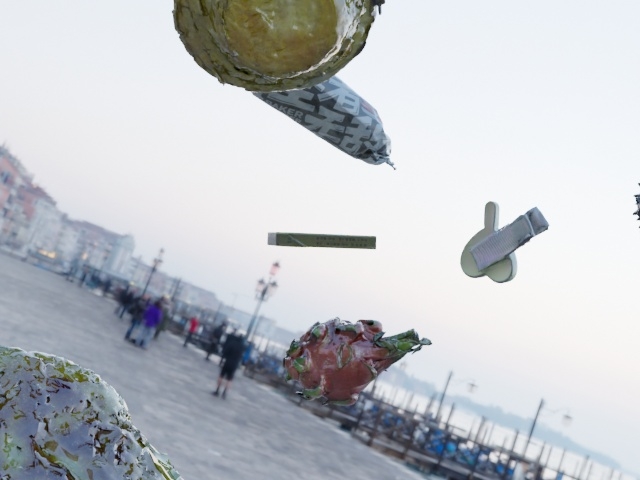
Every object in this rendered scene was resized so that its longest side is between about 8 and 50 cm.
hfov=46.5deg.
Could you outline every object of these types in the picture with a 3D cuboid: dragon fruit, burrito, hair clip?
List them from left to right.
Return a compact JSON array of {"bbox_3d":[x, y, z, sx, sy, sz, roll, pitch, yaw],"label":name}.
[{"bbox_3d":[0.018,-0.293,1.655,0.446,0.139,0.101,31,18,-23],"label":"burrito"},{"bbox_3d":[0.056,0.179,1.160,0.236,0.135,0.137,-17,-3,4],"label":"dragon fruit"},{"bbox_3d":[0.355,0.000,1.488,0.071,0.159,0.218,-7,-24,-36],"label":"hair clip"}]

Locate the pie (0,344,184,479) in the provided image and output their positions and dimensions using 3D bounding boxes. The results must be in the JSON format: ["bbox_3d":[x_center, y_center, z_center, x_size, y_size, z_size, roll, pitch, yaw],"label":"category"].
[{"bbox_3d":[-0.228,0.207,0.552,0.355,0.103,0.288,19,31,-38],"label":"pie"}]

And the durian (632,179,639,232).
[{"bbox_3d":[0.409,-0.004,0.758,0.138,0.193,0.237,-21,9,8],"label":"durian"}]

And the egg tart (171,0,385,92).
[{"bbox_3d":[-0.056,-0.313,1.001,0.295,0.294,0.116,24,30,-22],"label":"egg tart"}]

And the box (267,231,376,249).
[{"bbox_3d":[0.000,0.000,1.448,0.193,0.030,0.121,1,0,-12],"label":"box"}]
